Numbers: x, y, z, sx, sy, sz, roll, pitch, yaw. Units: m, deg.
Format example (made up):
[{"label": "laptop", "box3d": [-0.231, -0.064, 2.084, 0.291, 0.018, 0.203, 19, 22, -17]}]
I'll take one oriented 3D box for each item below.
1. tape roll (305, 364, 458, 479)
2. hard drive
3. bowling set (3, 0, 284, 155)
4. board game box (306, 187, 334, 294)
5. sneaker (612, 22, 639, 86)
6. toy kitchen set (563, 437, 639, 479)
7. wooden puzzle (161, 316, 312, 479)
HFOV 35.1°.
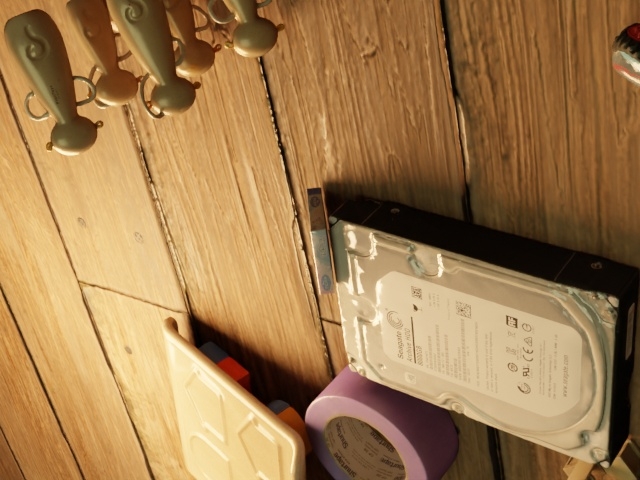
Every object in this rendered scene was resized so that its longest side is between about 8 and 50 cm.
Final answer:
[{"label": "tape roll", "box3d": [0.078, 0.252, 1.307, 0.189, 0.080, 0.189, 24, 134, 27]}, {"label": "hard drive", "box3d": [0.170, 0.095, 1.108, 0.339, 0.064, 0.237, 18, 132, 32]}, {"label": "bowling set", "box3d": [-0.185, -0.216, 1.120, 0.200, 0.287, 0.154, -113, 2, -76]}, {"label": "board game box", "box3d": [0.000, 0.000, 1.169, 0.020, 0.090, 0.090, -7, 125, 2]}, {"label": "sneaker", "box3d": [0.334, -0.075, 0.788, 0.262, 0.104, 0.125, 34, 141, 17]}, {"label": "toy kitchen set", "box3d": [0.317, 0.273, 1.114, 0.075, 0.068, 0.083, 53, 141, -6]}, {"label": "wooden puzzle", "box3d": [-0.106, 0.306, 1.492, 0.348, 0.080, 0.322, 38, 143, 39]}]
